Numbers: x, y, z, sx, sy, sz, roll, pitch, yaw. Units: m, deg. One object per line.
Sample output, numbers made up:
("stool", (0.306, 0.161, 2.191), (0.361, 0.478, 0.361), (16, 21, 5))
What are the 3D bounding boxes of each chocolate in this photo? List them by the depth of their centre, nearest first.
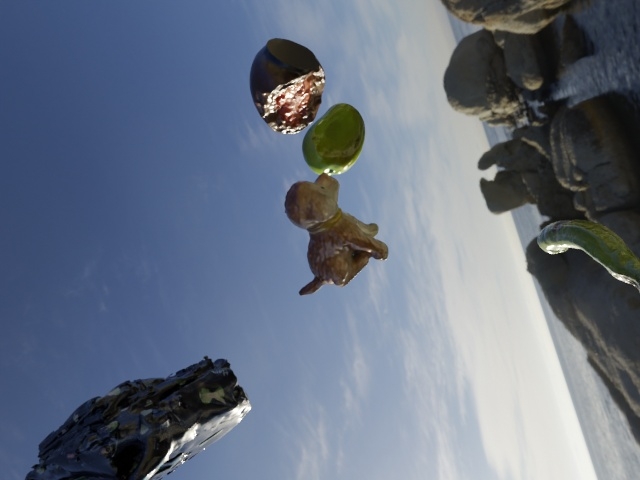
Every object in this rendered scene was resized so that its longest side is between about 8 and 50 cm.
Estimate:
("chocolate", (-0.055, -0.238, 0.644), (0.124, 0.133, 0.127), (14, -138, -15))

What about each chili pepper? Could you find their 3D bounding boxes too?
("chili pepper", (0.284, 0.006, 0.421), (0.043, 0.049, 0.208), (31, -168, 0))

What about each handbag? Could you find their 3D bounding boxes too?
("handbag", (-0.204, 0.215, 0.438), (0.162, 0.260, 0.113), (-16, -106, -58))

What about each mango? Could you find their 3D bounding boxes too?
("mango", (0.033, -0.207, 0.827), (0.117, 0.163, 0.089), (36, 169, 15))

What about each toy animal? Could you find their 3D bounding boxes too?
("toy animal", (-0.013, -0.001, 0.644), (0.185, 0.184, 0.104), (42, -166, -41))
